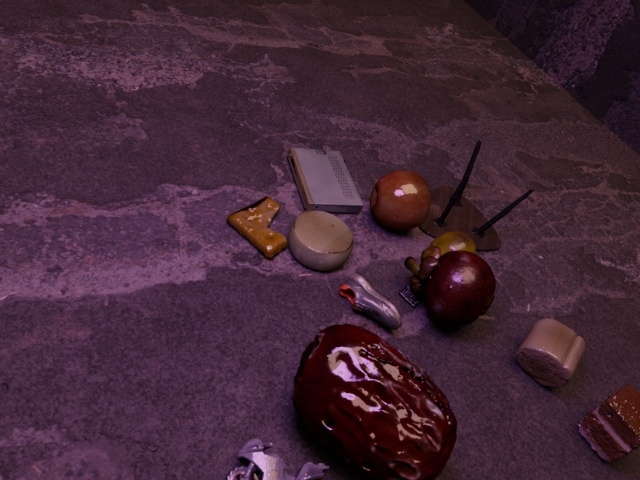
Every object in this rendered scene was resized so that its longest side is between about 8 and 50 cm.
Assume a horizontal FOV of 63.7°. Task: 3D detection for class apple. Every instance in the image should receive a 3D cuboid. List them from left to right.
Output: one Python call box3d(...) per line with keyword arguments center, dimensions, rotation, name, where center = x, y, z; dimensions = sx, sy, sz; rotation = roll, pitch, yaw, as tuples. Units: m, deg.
box3d(center=(0.249, -0.126, 1.610), dimensions=(0.174, 0.188, 0.188), rotation=(6, 46, -11), name="apple")

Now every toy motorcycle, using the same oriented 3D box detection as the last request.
box3d(center=(-0.079, 0.450, 0.990), dimensions=(0.215, 0.080, 0.122), rotation=(14, 47, -19), name="toy motorcycle")

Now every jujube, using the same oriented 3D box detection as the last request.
box3d(center=(0.104, 0.337, 1.074), dimensions=(0.376, 0.258, 0.258), rotation=(35, 44, 20), name="jujube")

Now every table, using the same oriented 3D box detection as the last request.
box3d(center=(0.526, -0.142, 1.708), dimensions=(0.317, 0.249, 0.317), rotation=(13, 45, -13), name="table")

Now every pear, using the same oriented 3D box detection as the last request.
box3d(center=(0.421, 0.024, 1.610), dimensions=(0.141, 0.104, 0.141), rotation=(15, 40, -14), name="pear")

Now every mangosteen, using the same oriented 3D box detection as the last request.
box3d(center=(0.348, 0.112, 1.414), dimensions=(0.257, 0.215, 0.215), rotation=(36, 44, 20), name="mangosteen")

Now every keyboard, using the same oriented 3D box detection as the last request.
box3d(center=(0.309, 0.130, 1.518), dimensions=(0.061, 0.013, 0.204), rotation=(43, 46, 19), name="keyboard")

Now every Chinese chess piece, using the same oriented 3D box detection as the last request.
box3d(center=(0.000, 0.000, 1.457), dimensions=(0.188, 0.083, 0.188), rotation=(12, 43, -11), name="Chinese chess piece")

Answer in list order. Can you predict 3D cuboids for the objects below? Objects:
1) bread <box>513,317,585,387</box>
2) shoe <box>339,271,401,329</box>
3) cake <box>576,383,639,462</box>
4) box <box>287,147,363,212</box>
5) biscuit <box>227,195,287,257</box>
box3d(center=(0.626, 0.308, 1.406), dimensions=(0.148, 0.134, 0.141), rotation=(31, 47, 24), name="bread")
box3d(center=(0.128, 0.171, 1.362), dimensions=(0.077, 0.074, 0.194), rotation=(-29, 62, -28), name="shoe")
box3d(center=(0.752, 0.465, 1.303), dimensions=(0.135, 0.147, 0.134), rotation=(-11, 56, -33), name="cake")
box3d(center=(0.016, -0.197, 1.675), dimensions=(0.211, 0.045, 0.270), rotation=(-1, 49, -25), name="box")
box3d(center=(-0.150, -0.041, 1.456), dimensions=(0.183, 0.039, 0.174), rotation=(44, 44, 18), name="biscuit")
